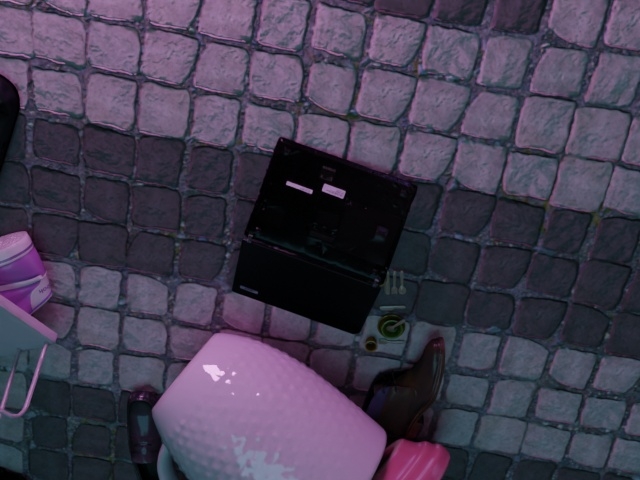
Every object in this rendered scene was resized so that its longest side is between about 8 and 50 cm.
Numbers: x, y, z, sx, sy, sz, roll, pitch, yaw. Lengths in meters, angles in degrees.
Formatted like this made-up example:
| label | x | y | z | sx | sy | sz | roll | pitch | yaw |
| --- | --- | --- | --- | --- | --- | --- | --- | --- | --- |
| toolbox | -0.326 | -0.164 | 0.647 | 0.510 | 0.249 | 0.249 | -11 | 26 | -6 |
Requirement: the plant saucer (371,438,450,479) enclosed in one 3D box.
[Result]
| label | x | y | z | sx | sy | sz | roll | pitch | yaw |
| --- | --- | --- | --- | --- | --- | --- | --- | --- | --- |
| plant saucer | 0.080 | 0.457 | 1.360 | 0.084 | 0.332 | 0.332 | 44 | 111 | 8 |

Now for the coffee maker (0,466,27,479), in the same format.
| label | x | y | z | sx | sy | sz | roll | pitch | yaw |
| --- | --- | --- | --- | --- | --- | --- | --- | --- | --- |
| coffee maker | -0.670 | 0.530 | 1.549 | 0.171 | 0.120 | 0.178 | 29 | 114 | 17 |

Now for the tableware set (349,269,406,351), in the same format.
| label | x | y | z | sx | sy | sz | roll | pitch | yaw |
| --- | --- | --- | --- | --- | --- | --- | --- | --- | --- |
| tableware set | 0.094 | 0.120 | 1.355 | 0.104 | 0.024 | 0.154 | -1 | 115 | 4 |

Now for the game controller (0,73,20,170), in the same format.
| label | x | y | z | sx | sy | sz | roll | pitch | yaw |
| --- | --- | --- | --- | --- | --- | --- | --- | --- | --- |
| game controller | -0.595 | -0.138 | 1.267 | 0.167 | 0.067 | 0.319 | 18 | 115 | -21 |

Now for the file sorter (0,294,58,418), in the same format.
| label | x | y | z | sx | sy | sz | roll | pitch | yaw |
| --- | --- | --- | --- | --- | --- | --- | --- | --- | --- |
| file sorter | -0.616 | 0.205 | 1.291 | 0.278 | 0.173 | 0.193 | -16 | 139 | 24 |

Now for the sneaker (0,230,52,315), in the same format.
| label | x | y | z | sx | sy | sz | roll | pitch | yaw |
| --- | --- | --- | --- | --- | --- | --- | --- | --- | --- |
| sneaker | -0.595 | 0.097 | 1.345 | 0.282 | 0.102 | 0.161 | -13 | 117 | 10 |

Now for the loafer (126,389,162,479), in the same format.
| label | x | y | z | sx | sy | sz | roll | pitch | yaw |
| --- | --- | --- | --- | --- | --- | --- | --- | --- | --- |
| loafer | -0.315 | 0.379 | 1.466 | 0.076 | 0.078 | 0.223 | -3 | 114 | 4 |

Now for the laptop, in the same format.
| label | x | y | z | sx | sy | sz | roll | pitch | yaw |
| --- | --- | --- | --- | --- | --- | --- | --- | --- | --- |
| laptop | 0.000 | 0.000 | 1.301 | 0.235 | 0.136 | 0.264 | 19 | 89 | 0 |

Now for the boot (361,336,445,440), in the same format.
| label | x | y | z | sx | sy | sz | roll | pitch | yaw |
| --- | --- | --- | --- | --- | --- | --- | --- | --- | --- |
| boot | 0.143 | 0.254 | 1.382 | 0.106 | 0.082 | 0.219 | 13 | 116 | -5 |

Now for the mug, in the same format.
| label | x | y | z | sx | sy | sz | roll | pitch | yaw |
| --- | --- | --- | --- | --- | --- | --- | --- | --- | --- |
| mug | -0.130 | 0.352 | 1.342 | 0.328 | 0.276 | 0.374 | 40 | 116 | -2 |
